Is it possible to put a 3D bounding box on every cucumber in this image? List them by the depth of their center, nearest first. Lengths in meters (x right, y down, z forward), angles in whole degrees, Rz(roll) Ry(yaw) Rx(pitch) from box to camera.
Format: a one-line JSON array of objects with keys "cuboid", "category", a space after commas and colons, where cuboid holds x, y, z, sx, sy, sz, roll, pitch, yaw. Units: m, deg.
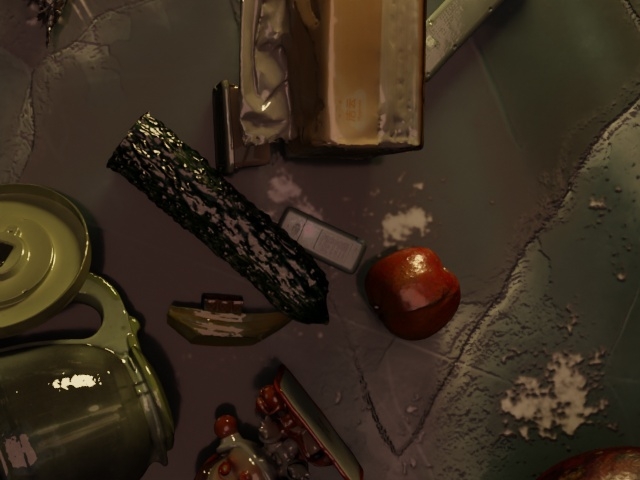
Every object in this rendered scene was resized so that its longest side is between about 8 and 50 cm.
[{"cuboid": [-0.116, -0.020, 1.519, 0.359, 0.096, 0.096, 39, 88, -1], "category": "cucumber"}]

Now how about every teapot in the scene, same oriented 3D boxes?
[{"cuboid": [-0.323, 0.209, 1.487, 0.239, 0.321, 0.240, -19, 132, -19], "category": "teapot"}]

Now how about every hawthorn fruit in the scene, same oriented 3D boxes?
[{"cuboid": [0.122, 0.068, 1.541, 0.128, 0.128, 0.128, 0, 91, -5], "category": "hawthorn fruit"}]

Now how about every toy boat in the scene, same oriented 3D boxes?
[{"cuboid": [-0.119, 0.105, 1.548, 0.172, 0.065, 0.066, 3, 67, -9], "category": "toy boat"}]

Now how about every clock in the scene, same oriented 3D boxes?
[{"cuboid": [-0.408, 0.022, 1.468, 0.234, 0.029, 0.235, -1, 52, 2], "category": "clock"}]

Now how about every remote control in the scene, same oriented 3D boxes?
[{"cuboid": [0.000, 0.000, 1.575, 0.124, 0.018, 0.053, 24, 90, -4], "category": "remote control"}]

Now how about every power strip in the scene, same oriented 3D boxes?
[{"cuboid": [0.188, -0.303, 1.582, 0.060, 0.027, 0.253, 44, 87, -5], "category": "power strip"}]

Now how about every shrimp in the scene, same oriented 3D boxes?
[{"cuboid": [-0.360, -0.334, 1.524, 0.065, 0.056, 0.165, 7, 80, -20], "category": "shrimp"}]

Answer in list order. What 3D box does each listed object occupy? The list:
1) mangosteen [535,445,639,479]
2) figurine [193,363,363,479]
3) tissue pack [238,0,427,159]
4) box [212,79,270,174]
[{"cuboid": [0.402, 0.413, 1.508, 0.306, 0.359, 0.306, 2, 93, 28], "category": "mangosteen"}, {"cuboid": [-0.087, 0.308, 1.517, 0.226, 0.160, 0.183, -37, 92, 5], "category": "figurine"}, {"cuboid": [0.005, -0.260, 1.461, 0.238, 0.238, 0.306, 1, 91, -5], "category": "tissue pack"}, {"cuboid": [-0.105, -0.148, 1.533, 0.062, 0.089, 0.122, -3, 91, -14], "category": "box"}]
